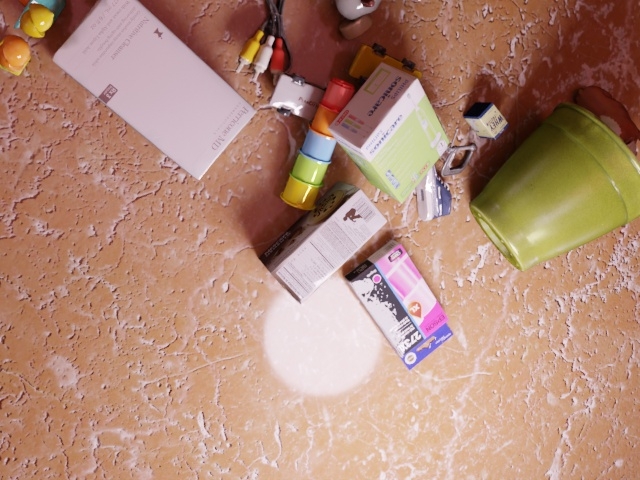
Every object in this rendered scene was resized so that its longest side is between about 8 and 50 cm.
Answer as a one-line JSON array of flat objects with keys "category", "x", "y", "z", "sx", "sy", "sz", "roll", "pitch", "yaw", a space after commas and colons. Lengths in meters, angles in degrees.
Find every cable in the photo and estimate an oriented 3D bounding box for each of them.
[{"category": "cable", "x": -0.103, "y": -0.509, "z": 1.398, "sx": 0.139, "sy": 0.072, "sz": 0.287, "roll": 14, "pitch": 97, "yaw": -25}]

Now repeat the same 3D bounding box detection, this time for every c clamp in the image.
[{"category": "c clamp", "x": 0.372, "y": -0.229, "z": 1.577, "sx": 0.160, "sy": 0.022, "sz": 0.137, "roll": -9, "pitch": 128, "yaw": -52}]

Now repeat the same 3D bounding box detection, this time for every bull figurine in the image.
[{"category": "bull figurine", "x": 0.808, "y": -0.307, "z": 1.623, "sx": 0.188, "sy": 0.311, "sz": 0.101, "roll": 19, "pitch": 136, "yaw": -30}]

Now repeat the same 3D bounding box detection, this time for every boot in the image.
[{"category": "boot", "x": 0.308, "y": -0.151, "z": 1.611, "sx": 0.086, "sy": 0.069, "sz": 0.190, "roll": -14, "pitch": 113, "yaw": -22}]

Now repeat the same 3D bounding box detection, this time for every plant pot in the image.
[{"category": "plant pot", "x": 0.606, "y": -0.109, "z": 1.581, "sx": 0.353, "sy": 0.366, "sz": 0.366, "roll": -38, "pitch": 110, "yaw": 6}]

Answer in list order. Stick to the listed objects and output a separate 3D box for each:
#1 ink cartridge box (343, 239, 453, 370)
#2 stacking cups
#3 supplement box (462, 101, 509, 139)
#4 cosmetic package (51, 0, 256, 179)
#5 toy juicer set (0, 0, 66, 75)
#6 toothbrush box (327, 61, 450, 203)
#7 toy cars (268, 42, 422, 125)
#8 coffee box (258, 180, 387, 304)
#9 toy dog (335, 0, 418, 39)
[{"category": "ink cartridge box", "x": 0.235, "y": 0.193, "z": 1.661, "sx": 0.175, "sy": 0.069, "sz": 0.371, "roll": -37, "pitch": 112, "yaw": -6}, {"category": "stacking cups", "x": -0.009, "y": -0.233, "z": 1.431, "sx": 0.096, "sy": 0.096, "sz": 0.316, "roll": 12, "pitch": 114, "yaw": -19}, {"category": "supplement box", "x": 0.446, "y": -0.323, "z": 1.599, "sx": 0.056, "sy": 0.083, "sz": 0.083, "roll": -46, "pitch": 111, "yaw": -2}, {"category": "cosmetic package", "x": -0.359, "y": -0.336, "z": 1.312, "sx": 0.385, "sy": 0.156, "sz": 0.217, "roll": 38, "pitch": 87, "yaw": -20}, {"category": "toy juicer set", "x": -0.566, "y": -0.482, "z": 1.189, "sx": 0.089, "sy": 0.209, "sz": 0.329, "roll": 34, "pitch": 91, "yaw": -29}, {"category": "toothbrush box", "x": 0.175, "y": -0.253, "z": 1.444, "sx": 0.206, "sy": 0.122, "sz": 0.283, "roll": -51, "pitch": 145, "yaw": -1}, {"category": "toy cars", "x": 0.056, "y": -0.387, "z": 1.465, "sx": 0.393, "sy": 0.087, "sz": 0.177, "roll": -22, "pitch": 127, "yaw": -8}, {"category": "coffee box", "x": 0.000, "y": 0.000, "z": 1.489, "sx": 0.297, "sy": 0.168, "sz": 0.119, "roll": -44, "pitch": 110, "yaw": -3}, {"category": "toy dog", "x": 0.151, "y": -0.629, "z": 1.392, "sx": 0.220, "sy": 0.161, "sz": 0.334, "roll": 27, "pitch": 95, "yaw": -37}]
